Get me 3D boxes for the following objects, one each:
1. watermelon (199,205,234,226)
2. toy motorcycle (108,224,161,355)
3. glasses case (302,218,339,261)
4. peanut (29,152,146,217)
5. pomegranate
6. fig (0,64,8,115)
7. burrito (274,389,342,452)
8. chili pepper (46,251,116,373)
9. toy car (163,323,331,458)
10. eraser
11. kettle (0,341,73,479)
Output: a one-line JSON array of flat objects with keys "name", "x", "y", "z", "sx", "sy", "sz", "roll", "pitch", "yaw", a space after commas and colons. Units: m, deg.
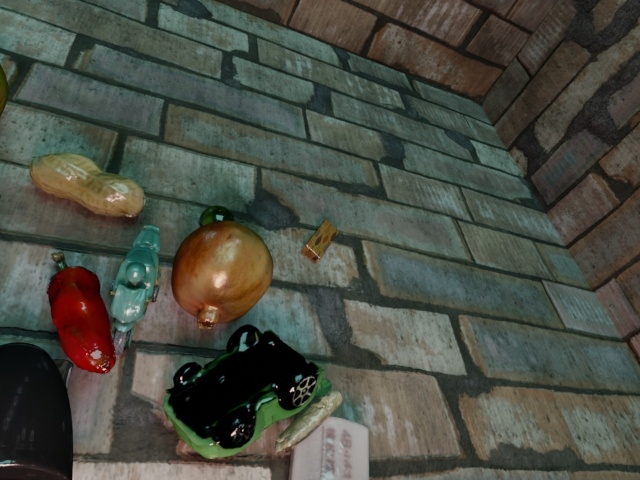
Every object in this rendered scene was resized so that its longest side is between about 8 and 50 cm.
[{"name": "watermelon", "x": -0.298, "y": -0.066, "z": 1.423, "sx": 0.106, "sy": 0.062, "sz": 0.105, "roll": 20, "pitch": 37, "yaw": -16}, {"name": "toy motorcycle", "x": -0.420, "y": 0.094, "z": 1.087, "sx": 0.109, "sy": 0.198, "sz": 0.296, "roll": 13, "pitch": 43, "yaw": -15}, {"name": "glasses case", "x": 0.000, "y": 0.000, "z": 1.567, "sx": 0.065, "sy": 0.041, "sz": 0.170, "roll": 43, "pitch": 40, "yaw": -6}, {"name": "peanut", "x": -0.598, "y": -0.143, "z": 1.257, "sx": 0.290, "sy": 0.130, "sz": 0.130, "roll": 25, "pitch": 41, "yaw": -9}, {"name": "pomegranate", "x": -0.243, "y": 0.091, "z": 1.166, "sx": 0.229, "sy": 0.252, "sz": 0.270, "roll": 38, "pitch": 34, "yaw": -26}, {"name": "fig", "x": -0.923, "y": -0.377, "z": 1.207, "sx": 0.240, "sy": 0.239, "sz": 0.271, "roll": 1, "pitch": 62, "yaw": -32}, {"name": "burrito", "x": -0.027, "y": 0.393, "z": 1.046, "sx": 0.188, "sy": 0.058, "sz": 0.045, "roll": -36, "pitch": 78, "yaw": -31}, {"name": "chili pepper", "x": -0.500, "y": 0.144, "z": 1.005, "sx": 0.110, "sy": 0.110, "sz": 0.387, "roll": -3, "pitch": 29, "yaw": -35}, {"name": "toy car", "x": -0.144, "y": 0.326, "z": 1.050, "sx": 0.213, "sy": 0.176, "sz": 0.359, "roll": 27, "pitch": 41, "yaw": 35}, {"name": "eraser", "x": 0.018, "y": 0.520, "z": 1.027, "sx": 0.174, "sy": 0.094, "sz": 0.270, "roll": 16, "pitch": 42, "yaw": -10}, {"name": "kettle", "x": -0.559, "y": 0.303, "z": 0.803, "sx": 0.269, "sy": 0.207, "sz": 0.290, "roll": -7, "pitch": 43, "yaw": -20}]
